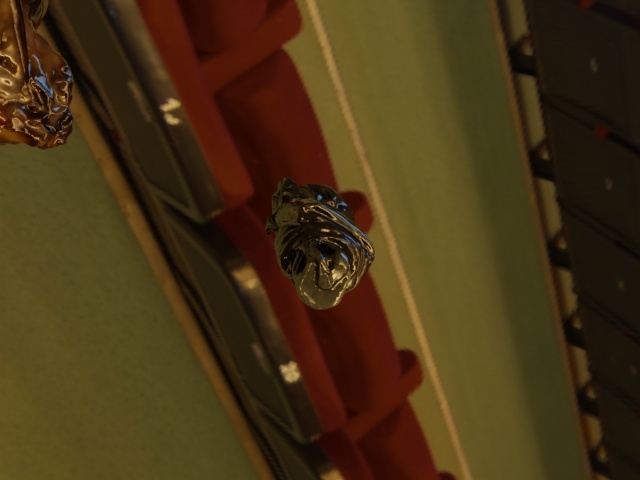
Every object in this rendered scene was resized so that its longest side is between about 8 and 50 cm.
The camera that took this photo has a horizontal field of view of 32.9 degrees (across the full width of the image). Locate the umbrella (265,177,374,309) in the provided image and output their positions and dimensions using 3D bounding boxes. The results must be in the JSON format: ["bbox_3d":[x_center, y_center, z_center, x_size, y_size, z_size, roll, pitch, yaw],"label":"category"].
[{"bbox_3d":[0.000,0.000,0.694,0.066,0.236,0.059,18,98,-7],"label":"umbrella"}]

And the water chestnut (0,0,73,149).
[{"bbox_3d":[-0.221,-0.140,0.566,0.224,0.238,0.223,-56,-177,4],"label":"water chestnut"}]
